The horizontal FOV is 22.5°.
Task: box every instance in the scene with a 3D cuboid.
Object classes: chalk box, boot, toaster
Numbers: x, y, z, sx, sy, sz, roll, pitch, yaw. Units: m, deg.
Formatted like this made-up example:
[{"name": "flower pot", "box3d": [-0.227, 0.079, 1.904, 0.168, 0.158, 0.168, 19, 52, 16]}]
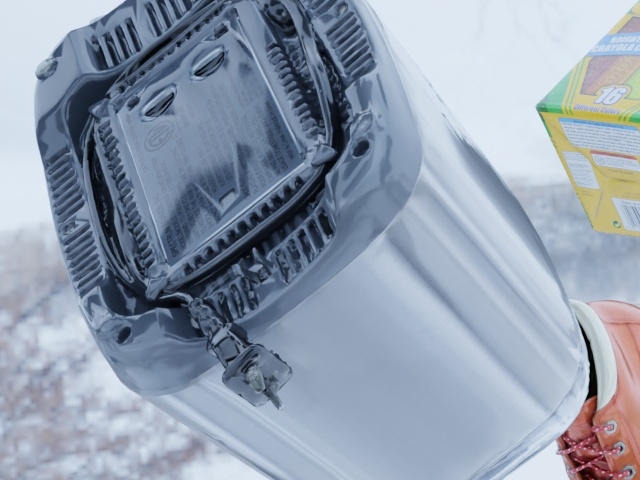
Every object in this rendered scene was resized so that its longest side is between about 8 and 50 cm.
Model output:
[{"name": "chalk box", "box3d": [0.298, -0.115, 1.261, 0.213, 0.132, 0.132, -46, -147, -24]}, {"name": "boot", "box3d": [0.128, 0.102, 0.718, 0.059, 0.158, 0.084, -14, 161, 34]}, {"name": "toaster", "box3d": [0.000, 0.000, 0.544, 0.129, 0.227, 0.146, -39, 129, 10]}]

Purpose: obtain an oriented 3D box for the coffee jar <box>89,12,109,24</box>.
[{"name": "coffee jar", "box3d": [-0.077, -0.118, 1.138, 0.184, 0.096, 0.079, 1, 176, 19]}]
